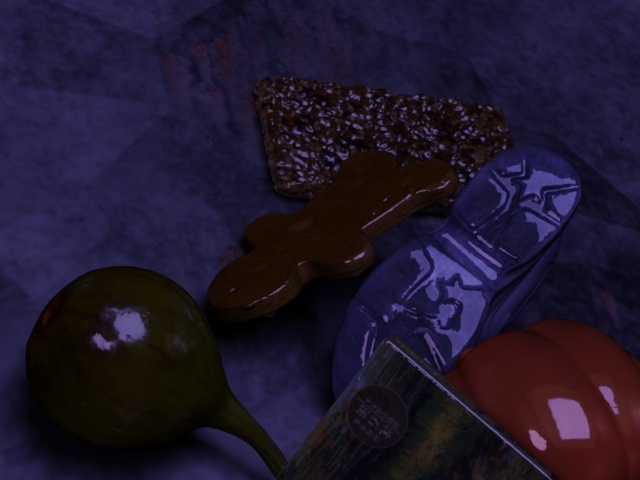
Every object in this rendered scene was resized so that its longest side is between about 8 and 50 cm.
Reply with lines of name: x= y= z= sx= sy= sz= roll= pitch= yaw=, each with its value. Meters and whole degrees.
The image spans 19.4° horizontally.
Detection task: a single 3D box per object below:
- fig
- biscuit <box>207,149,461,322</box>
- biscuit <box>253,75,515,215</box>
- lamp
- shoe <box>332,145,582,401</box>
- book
fig: x=-0.084 y=0.110 z=1.242 sx=0.236 sy=0.124 sz=0.124 roll=36 pitch=43 yaw=-12
biscuit: x=0.000 y=0.000 z=1.379 sx=0.205 sy=0.031 sz=0.138 roll=-37 pitch=30 yaw=-29
biscuit: x=0.062 y=-0.076 z=1.533 sx=0.231 sy=0.025 sz=0.131 roll=5 pitch=49 yaw=-21
lamp: x=0.143 y=0.137 z=1.259 sx=0.188 sy=0.187 sz=0.164 roll=-15 pitch=57 yaw=-35
shoe: x=0.099 y=0.047 z=1.383 sx=0.095 sy=0.137 sz=0.245 roll=36 pitch=75 yaw=19
book: x=0.083 y=0.189 z=1.174 sx=0.228 sy=0.160 sz=0.024 roll=41 pitch=21 yaw=11
